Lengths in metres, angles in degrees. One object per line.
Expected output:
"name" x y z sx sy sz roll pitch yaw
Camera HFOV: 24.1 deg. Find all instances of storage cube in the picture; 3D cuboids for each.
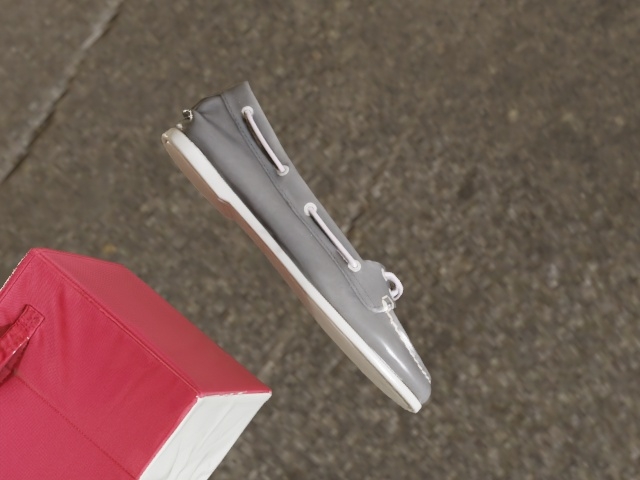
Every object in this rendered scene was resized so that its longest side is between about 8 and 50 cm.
"storage cube" -0.191 0.141 1.279 0.193 0.215 0.184 39 96 15

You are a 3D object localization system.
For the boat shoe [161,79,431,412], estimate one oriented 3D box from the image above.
"boat shoe" 0.000 0.000 1.312 0.095 0.112 0.335 -41 85 -8
